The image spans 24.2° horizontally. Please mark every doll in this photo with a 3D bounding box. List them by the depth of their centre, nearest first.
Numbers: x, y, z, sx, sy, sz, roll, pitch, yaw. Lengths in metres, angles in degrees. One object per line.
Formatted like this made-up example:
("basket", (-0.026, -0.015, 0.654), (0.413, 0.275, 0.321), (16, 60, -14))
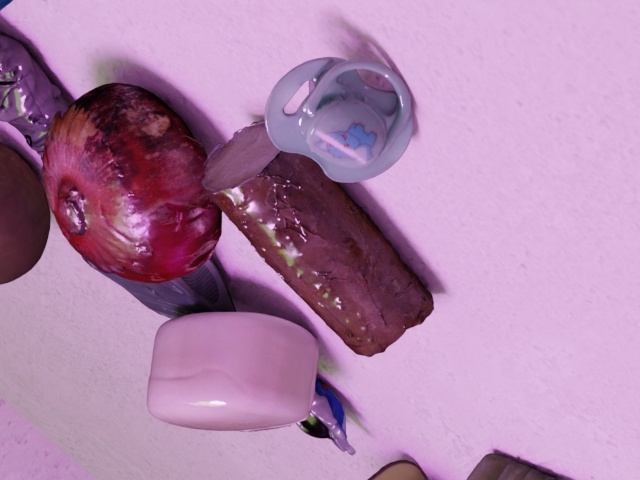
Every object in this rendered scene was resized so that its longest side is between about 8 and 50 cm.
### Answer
("doll", (-0.015, 0.226, 2.098), (0.195, 0.070, 0.096), (52, 164, -3))

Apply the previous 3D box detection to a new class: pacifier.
("pacifier", (0.018, -0.128, 1.396), (0.150, 0.126, 0.116), (23, -153, -26))

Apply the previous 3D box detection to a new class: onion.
("onion", (-0.224, -0.063, 1.754), (0.246, 0.190, 0.246), (35, 141, 34))

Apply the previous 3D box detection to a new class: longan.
("longan", (-0.516, -0.042, 2.224), (0.246, 0.215, 0.246), (51, 155, 35))

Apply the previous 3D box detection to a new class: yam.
("yam", (-0.001, 0.001, 1.600), (0.279, 0.131, 0.131), (49, 156, -20))

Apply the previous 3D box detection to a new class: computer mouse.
("computer mouse", (-0.198, 0.054, 2.064), (0.167, 0.090, 0.379), (17, 161, 24))

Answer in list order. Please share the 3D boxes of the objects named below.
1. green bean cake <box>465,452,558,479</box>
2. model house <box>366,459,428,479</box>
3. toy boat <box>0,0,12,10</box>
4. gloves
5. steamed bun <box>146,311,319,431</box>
("green bean cake", (0.285, 0.389, 1.851), (0.223, 0.125, 0.227), (16, 151, 47))
("model house", (0.129, 0.474, 2.023), (0.205, 0.218, 0.279), (56, 173, -34))
("toy boat", (-0.449, -0.354, 1.712), (0.238, 0.109, 0.098), (39, 138, -2))
("gloves", (-0.415, -0.203, 1.911), (0.285, 0.119, 0.142), (36, 162, -27))
("steamed bun", (-0.134, 0.177, 1.996), (0.242, 0.146, 0.164), (-10, 157, 44))
